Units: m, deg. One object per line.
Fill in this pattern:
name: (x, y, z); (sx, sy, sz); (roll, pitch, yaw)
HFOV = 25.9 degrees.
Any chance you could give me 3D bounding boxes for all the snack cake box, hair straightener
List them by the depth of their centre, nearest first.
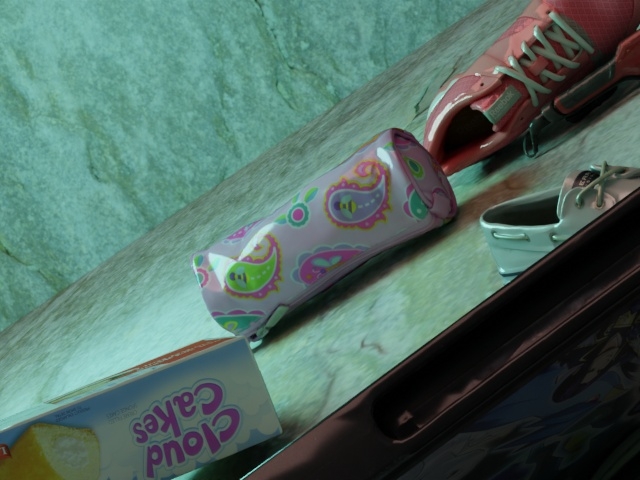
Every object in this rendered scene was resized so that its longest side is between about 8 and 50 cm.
snack cake box: (-0.181, 0.164, 1.131); (0.264, 0.089, 0.152); (-21, 0, -17)
hair straightener: (0.299, -0.158, 1.401); (0.230, 0.047, 0.089); (-40, -13, 9)

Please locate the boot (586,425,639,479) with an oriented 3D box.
boot: (0.134, 0.146, 0.476); (0.236, 0.085, 0.178); (-35, 16, -8)

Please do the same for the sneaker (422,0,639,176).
sneaker: (0.218, -0.167, 1.433); (0.314, 0.116, 0.136); (-46, 5, 34)

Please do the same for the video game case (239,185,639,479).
video game case: (0.102, 0.076, 0.565); (0.248, 0.035, 0.275); (-36, -27, -1)

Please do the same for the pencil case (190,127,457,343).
pencil case: (0.000, 0.000, 1.429); (0.284, 0.124, 0.124); (-33, 11, 19)

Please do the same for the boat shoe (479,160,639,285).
boat shoe: (0.195, -0.015, 0.971); (0.226, 0.076, 0.083); (-24, 16, 48)
